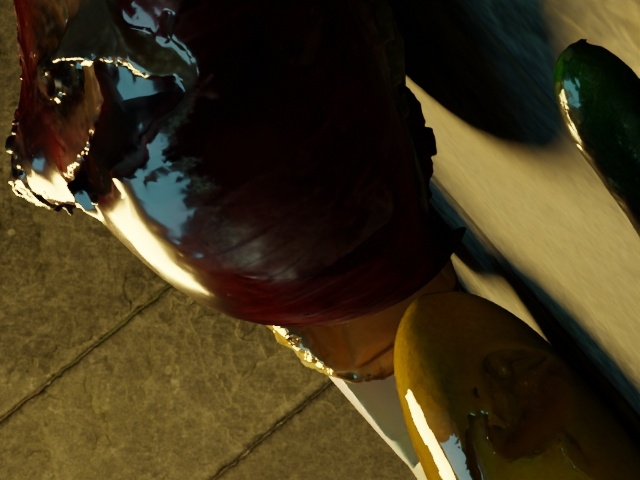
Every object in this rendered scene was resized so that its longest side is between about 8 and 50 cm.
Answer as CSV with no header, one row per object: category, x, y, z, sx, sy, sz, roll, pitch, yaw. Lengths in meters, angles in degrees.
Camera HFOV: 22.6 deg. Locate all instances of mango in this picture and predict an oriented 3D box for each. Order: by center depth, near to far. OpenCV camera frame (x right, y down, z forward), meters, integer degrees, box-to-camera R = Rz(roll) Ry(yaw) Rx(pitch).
mango,0.131,0.145,0.984,0.262,0.130,0.167,59,177,-25

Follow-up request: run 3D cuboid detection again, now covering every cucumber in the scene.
cucumber,0.116,-0.004,0.518,0.036,0.033,0.184,18,156,40

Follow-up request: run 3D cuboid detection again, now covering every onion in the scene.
onion,-0.063,-0.075,0.713,0.272,0.195,0.272,59,-174,-9

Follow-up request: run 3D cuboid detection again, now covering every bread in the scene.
bread,0.000,0.000,1.056,0.190,0.132,0.114,55,175,-4

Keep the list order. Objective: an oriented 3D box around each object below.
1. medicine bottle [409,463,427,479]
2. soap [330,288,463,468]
medicine bottle,0.129,0.188,1.491,0.103,0.103,0.186,48,175,30
soap,-0.002,0.010,1.272,0.347,0.115,0.208,47,175,36
